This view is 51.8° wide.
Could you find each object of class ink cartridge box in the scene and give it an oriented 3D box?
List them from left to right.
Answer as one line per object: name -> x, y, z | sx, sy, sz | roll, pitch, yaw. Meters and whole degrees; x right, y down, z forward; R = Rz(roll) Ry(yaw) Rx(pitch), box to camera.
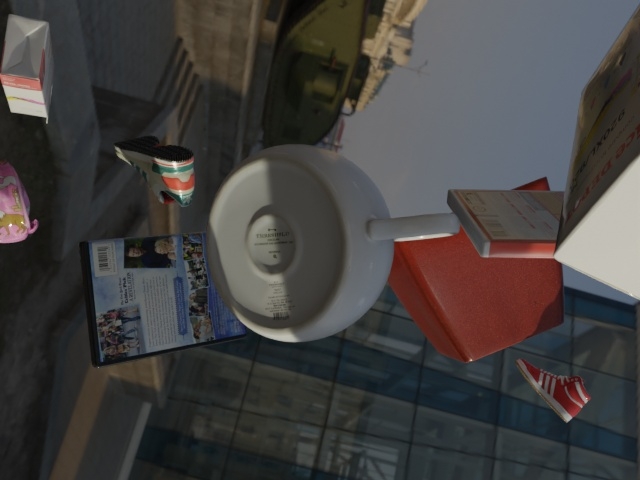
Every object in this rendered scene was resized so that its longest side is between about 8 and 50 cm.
ink cartridge box -> -0.520, -0.298, 1.178 | 0.198, 0.067, 0.115 | 144, -50, -68
ink cartridge box -> 0.298, -0.079, 0.483 | 0.171, 0.168, 0.232 | 110, 5, -50

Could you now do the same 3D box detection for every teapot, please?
teapot -> 0.000, 0.000, 0.819 | 0.187, 0.256, 0.252 | -4, 131, -54

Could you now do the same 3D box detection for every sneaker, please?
sneaker -> -0.210, -0.085, 0.833 | 0.161, 0.057, 0.075 | 20, -58, 45
sneaker -> 0.367, 0.218, 1.032 | 0.067, 0.118, 0.042 | -42, 150, 4

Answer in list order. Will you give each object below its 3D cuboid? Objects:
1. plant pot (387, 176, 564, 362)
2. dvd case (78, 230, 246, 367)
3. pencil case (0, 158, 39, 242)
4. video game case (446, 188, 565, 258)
plant pot -> 0.267, 0.063, 1.140 | 0.267, 0.268, 0.235 | 135, -66, -84
dvd case -> -0.230, 0.081, 1.001 | 0.022, 0.253, 0.180 | -6, -90, 50
pencil case -> -0.745, -0.037, 1.235 | 0.160, 0.386, 0.167 | 41, -40, 43
video game case -> 0.325, -0.024, 0.855 | 0.204, 0.285, 0.025 | -94, -175, -68
